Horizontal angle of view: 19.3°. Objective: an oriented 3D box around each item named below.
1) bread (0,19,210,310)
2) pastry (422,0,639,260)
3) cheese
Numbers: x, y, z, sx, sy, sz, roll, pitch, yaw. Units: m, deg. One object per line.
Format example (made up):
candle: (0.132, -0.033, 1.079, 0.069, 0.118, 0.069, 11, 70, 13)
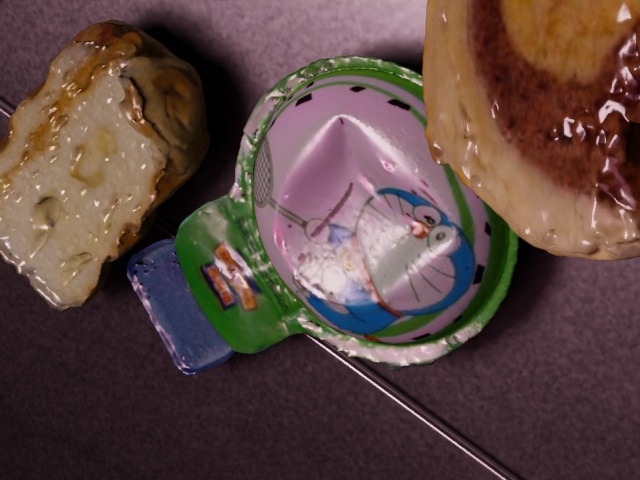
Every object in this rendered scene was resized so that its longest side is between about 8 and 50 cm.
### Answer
bread: (-0.153, -0.050, 1.280, 0.128, 0.088, 0.232, 54, 132, 13)
pastry: (0.176, -0.118, 1.000, 0.236, 0.170, 0.256, -11, 84, 60)
cheese: (0.000, 0.000, 1.204, 0.320, 0.083, 0.204, -26, 94, 35)
